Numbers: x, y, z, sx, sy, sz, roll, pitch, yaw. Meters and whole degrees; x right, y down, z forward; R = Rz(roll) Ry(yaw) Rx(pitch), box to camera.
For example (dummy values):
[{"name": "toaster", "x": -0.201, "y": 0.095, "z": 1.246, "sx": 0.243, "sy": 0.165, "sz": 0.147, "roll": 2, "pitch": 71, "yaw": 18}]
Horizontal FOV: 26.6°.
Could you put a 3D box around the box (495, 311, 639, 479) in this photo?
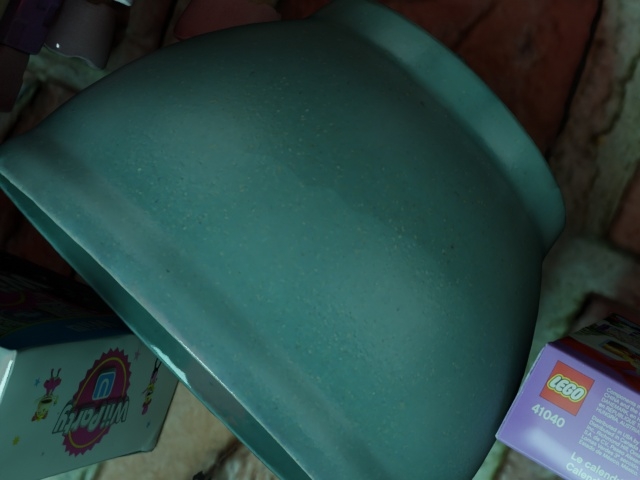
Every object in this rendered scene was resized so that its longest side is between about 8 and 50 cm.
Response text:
[{"name": "box", "x": 0.247, "y": 0.135, "z": 0.675, "sx": 0.293, "sy": 0.201, "sz": 0.057, "roll": 29, "pitch": 101, "yaw": 18}]

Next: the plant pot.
[{"name": "plant pot", "x": 0.000, "y": 0.000, "z": 0.698, "sx": 0.293, "sy": 0.293, "sz": 0.196, "roll": 43, "pitch": 80, "yaw": 15}]

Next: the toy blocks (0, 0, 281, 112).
[{"name": "toy blocks", "x": -0.202, "y": -0.161, "z": 0.791, "sx": 0.309, "sy": 0.288, "sz": 0.260, "roll": 25, "pitch": 95, "yaw": 15}]

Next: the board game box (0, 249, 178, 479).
[{"name": "board game box", "x": -0.267, "y": 0.049, "z": 0.858, "sx": 0.303, "sy": 0.224, "sz": 0.097, "roll": 22, "pitch": 97, "yaw": 19}]
